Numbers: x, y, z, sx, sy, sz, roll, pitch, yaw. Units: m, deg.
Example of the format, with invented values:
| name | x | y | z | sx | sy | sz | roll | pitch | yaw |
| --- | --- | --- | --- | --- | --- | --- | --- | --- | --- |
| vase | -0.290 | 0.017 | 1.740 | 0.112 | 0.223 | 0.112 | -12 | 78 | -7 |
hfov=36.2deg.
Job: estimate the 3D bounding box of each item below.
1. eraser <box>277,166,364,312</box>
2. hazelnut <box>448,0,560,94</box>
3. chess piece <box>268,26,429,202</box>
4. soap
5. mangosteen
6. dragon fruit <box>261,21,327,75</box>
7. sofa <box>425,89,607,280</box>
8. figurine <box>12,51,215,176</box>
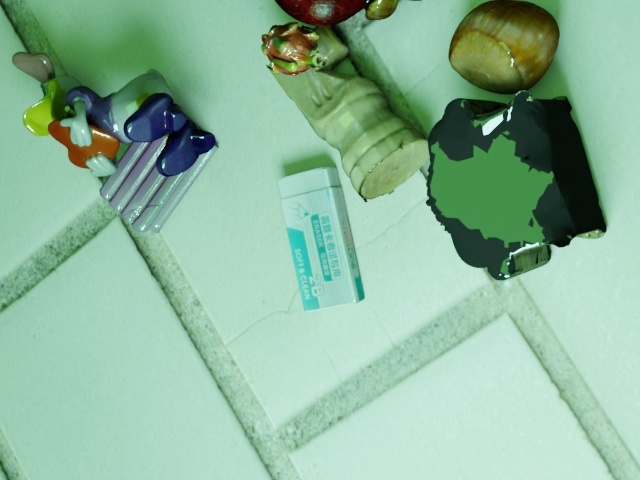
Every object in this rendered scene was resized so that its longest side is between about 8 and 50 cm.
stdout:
| name | x | y | z | sx | sy | sz | roll | pitch | yaw |
| --- | --- | --- | --- | --- | --- | --- | --- | --- | --- |
| eraser | 0.000 | 0.000 | 1.584 | 0.095 | 0.052 | 0.225 | -13 | 87 | 24 |
| hazelnut | 0.268 | -0.289 | 1.419 | 0.150 | 0.150 | 0.150 | 1 | 93 | 22 |
| chess piece | 0.034 | -0.210 | 1.537 | 0.137 | 0.137 | 0.301 | -46 | 65 | 18 |
| soap | -0.279 | -0.122 | 1.683 | 0.122 | 0.065 | 0.203 | 44 | 107 | 17 |
| mangosteen | 0.042 | -0.420 | 1.470 | 0.257 | 0.215 | 0.215 | 15 | 98 | 6 |
| dragon fruit | -0.038 | -0.294 | 1.507 | 0.116 | 0.081 | 0.086 | 15 | 60 | 35 |
| sofa | 0.274 | -0.082 | 1.403 | 0.182 | 0.200 | 0.258 | -18 | 87 | 33 |
| figurine | -0.357 | -0.217 | 1.609 | 0.421 | 0.154 | 0.193 | 9 | 59 | 32 |
